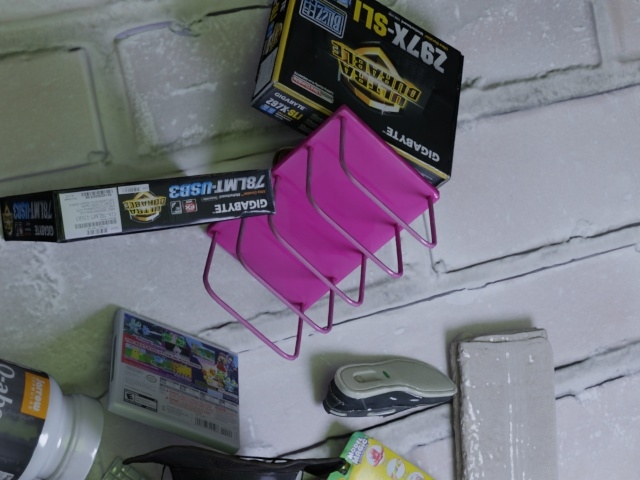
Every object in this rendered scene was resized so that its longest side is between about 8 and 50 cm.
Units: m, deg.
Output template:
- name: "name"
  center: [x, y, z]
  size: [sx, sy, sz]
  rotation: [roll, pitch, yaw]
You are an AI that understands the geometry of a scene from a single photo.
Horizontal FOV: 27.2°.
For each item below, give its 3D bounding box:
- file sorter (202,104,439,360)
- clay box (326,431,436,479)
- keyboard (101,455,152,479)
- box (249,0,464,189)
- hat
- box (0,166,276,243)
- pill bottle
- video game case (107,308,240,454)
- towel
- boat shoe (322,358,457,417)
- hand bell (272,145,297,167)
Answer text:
- name: "file sorter"
  center: [0.000, 0.000, 1.882]
  size: [0.202, 0.182, 0.290]
  rotation: [41, 114, -20]
- name: "clay box"
  center: [0.100, 0.401, 2.080]
  size: [0.222, 0.053, 0.127]
  rotation: [36, 75, -20]
- name: "keyboard"
  center: [-0.222, 0.418, 1.944]
  size: [0.256, 0.014, 0.072]
  rotation: [42, 73, -20]
- name: "box"
  center: [0.064, -0.245, 1.998]
  size: [0.322, 0.079, 0.257]
  rotation: [27, 51, -23]
- name: "hat"
  center: [-0.123, 0.358, 1.808]
  size: [0.331, 0.331, 0.134]
  rotation: [10, 76, -26]
- name: "box"
  center: [-0.252, -0.045, 1.775]
  size: [0.293, 0.295, 0.073]
  rotation: [-6, 92, -27]
- name: "pill bottle"
  center: [-0.441, 0.234, 1.755]
  size: [0.278, 0.162, 0.162]
  rotation: [21, 81, -24]
- name: "video game case"
  center: [-0.206, 0.200, 1.884]
  size: [0.201, 0.023, 0.183]
  rotation: [24, 37, -24]
- name: "towel"
  center: [0.302, 0.287, 2.184]
  size: [0.187, 0.049, 0.282]
  rotation: [-3, 92, -25]
- name: "boat shoe"
  center: [0.110, 0.238, 2.086]
  size: [0.233, 0.084, 0.079]
  rotation: [2, 127, -33]
- name: "hand bell"
  center: [0.047, -0.162, 2.045]
  size: [0.242, 0.126, 0.126]
  rotation: [-47, 109, -32]
